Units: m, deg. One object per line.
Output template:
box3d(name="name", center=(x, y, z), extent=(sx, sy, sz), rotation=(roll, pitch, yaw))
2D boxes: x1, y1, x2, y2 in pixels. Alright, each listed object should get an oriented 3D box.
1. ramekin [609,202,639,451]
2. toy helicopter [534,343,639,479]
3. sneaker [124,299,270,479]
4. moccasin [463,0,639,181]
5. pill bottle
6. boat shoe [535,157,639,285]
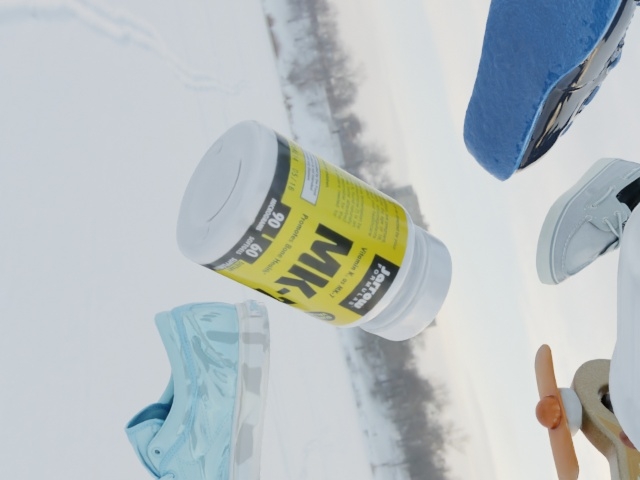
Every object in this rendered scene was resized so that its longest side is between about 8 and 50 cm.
box3d(name="ramekin", center=(0.331, 0.044, 0.571), extent=(0.277, 0.277, 0.135), rotation=(-103, 178, -63))
box3d(name="toy helicopter", center=(0.358, 0.248, 1.028), extent=(0.355, 0.235, 0.140), rotation=(-58, 165, -60))
box3d(name="sneaker", center=(-0.145, 0.243, 0.966), extent=(0.135, 0.150, 0.366), rotation=(-170, -96, -79))
box3d(name="moccasin", center=(0.229, -0.202, 0.839), extent=(0.138, 0.117, 0.342), rotation=(52, -26, 18))
box3d(name="pill bottle", center=(0.000, 0.000, 0.701), extent=(0.208, 0.119, 0.119), rotation=(27, 31, -29))
box3d(name="boat shoe", center=(0.328, -0.027, 1.009), extent=(0.081, 0.227, 0.079), rotation=(8, -50, 42))
